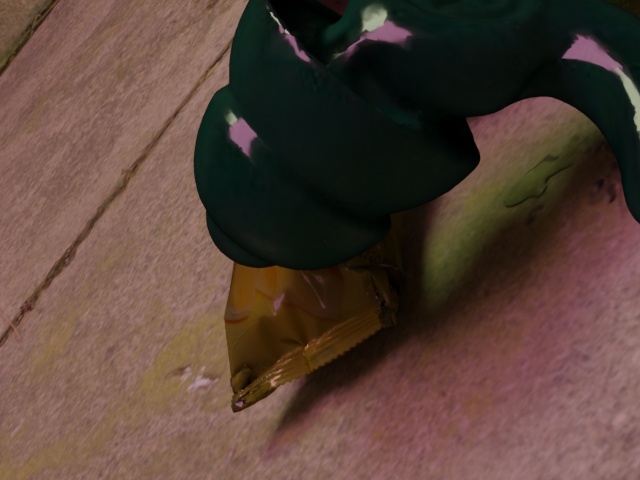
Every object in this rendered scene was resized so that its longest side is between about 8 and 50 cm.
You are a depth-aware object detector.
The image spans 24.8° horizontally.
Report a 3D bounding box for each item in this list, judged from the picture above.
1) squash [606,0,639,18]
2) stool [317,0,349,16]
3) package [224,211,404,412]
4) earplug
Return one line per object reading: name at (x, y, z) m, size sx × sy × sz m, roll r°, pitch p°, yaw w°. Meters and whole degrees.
squash at (0.239, -0.141, 0.811) m, size 0.066 × 0.066 × 0.229 m, roll -58°, pitch 26°, yaw -13°
stool at (0.093, -0.254, 1.015) m, size 0.272 × 0.272 × 0.178 m, roll -30°, pitch 19°, yaw 40°
package at (0.000, 0.000, 0.993) m, size 0.168 × 0.090 × 0.226 m, roll -37°, pitch 36°, yaw 35°
earplug at (0.059, -0.062, 0.852) m, size 0.280 × 0.257 × 0.164 m, roll -42°, pitch 2°, yaw 20°
